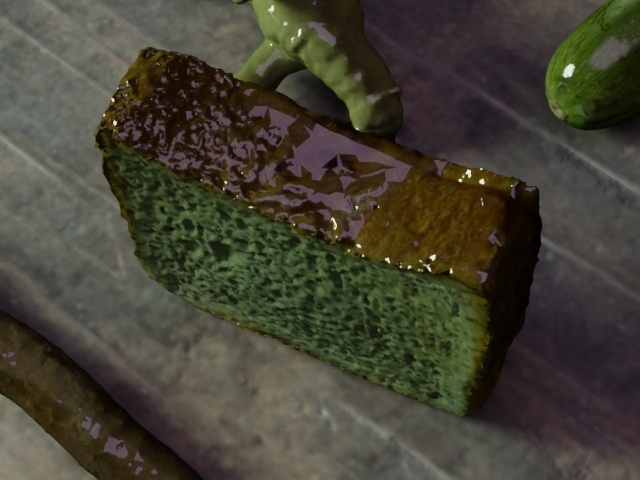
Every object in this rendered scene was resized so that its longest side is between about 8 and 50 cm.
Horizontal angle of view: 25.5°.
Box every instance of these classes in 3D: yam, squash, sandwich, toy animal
[{"bbox_3d":[-0.165,0.072,0.771,0.327,0.045,0.045,36,111,20],"label":"yam"},{"bbox_3d":[0.228,-0.145,0.832,0.239,0.069,0.069,-37,66,-12],"label":"squash"},{"bbox_3d":[0.000,0.000,0.715,0.214,0.186,0.065,23,65,13],"label":"sandwich"},{"bbox_3d":[-0.019,-0.148,0.853,0.101,0.103,0.219,-3,56,-24],"label":"toy animal"}]
